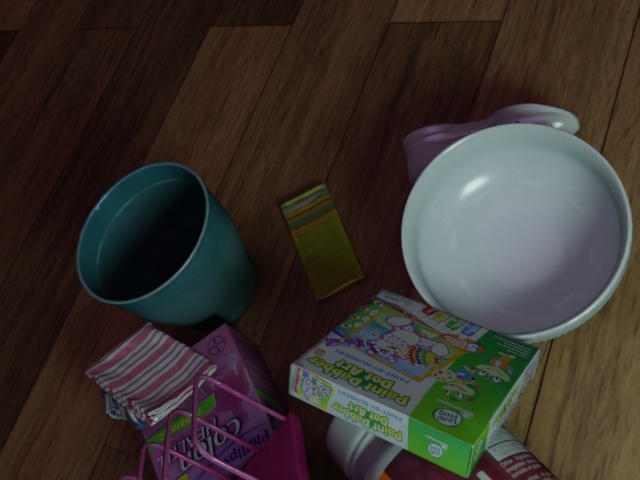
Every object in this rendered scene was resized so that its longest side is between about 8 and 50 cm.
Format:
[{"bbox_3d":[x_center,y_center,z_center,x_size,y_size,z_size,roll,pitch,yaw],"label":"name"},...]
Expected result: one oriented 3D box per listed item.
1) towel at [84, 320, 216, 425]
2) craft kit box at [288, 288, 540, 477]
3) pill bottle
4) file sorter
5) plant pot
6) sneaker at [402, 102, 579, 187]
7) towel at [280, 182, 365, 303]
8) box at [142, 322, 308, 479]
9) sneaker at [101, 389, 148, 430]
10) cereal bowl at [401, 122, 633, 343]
[{"bbox_3d":[-0.285,0.213,1.260,0.197,0.029,0.144,24,50,37],"label":"towel"},{"bbox_3d":[0.128,0.171,0.994,0.250,0.060,0.247,19,32,26],"label":"craft kit box"},{"bbox_3d":[0.193,0.350,0.980,0.224,0.224,0.392,-45,52,-2],"label":"pill bottle"},{"bbox_3d":[-0.175,0.364,1.047,0.290,0.182,0.202,-53,18,13],"label":"file sorter"},{"bbox_3d":[-0.253,0.036,1.381,0.272,0.255,0.271,-13,59,22],"label":"plant pot"},{"bbox_3d":[0.293,-0.142,1.301,0.305,0.114,0.152,-12,70,29],"label":"sneaker"},{"bbox_3d":[0.000,0.000,1.415,0.102,0.021,0.237,-30,53,11],"label":"towel"},{"bbox_3d":[-0.176,0.306,1.273,0.214,0.117,0.243,-35,53,6],"label":"box"},{"bbox_3d":[-0.329,0.281,1.272,0.058,0.052,0.135,-55,44,4],"label":"sneaker"},{"bbox_3d":[0.301,-0.001,1.163,0.339,0.141,0.338,-8,69,21],"label":"cereal bowl"}]
